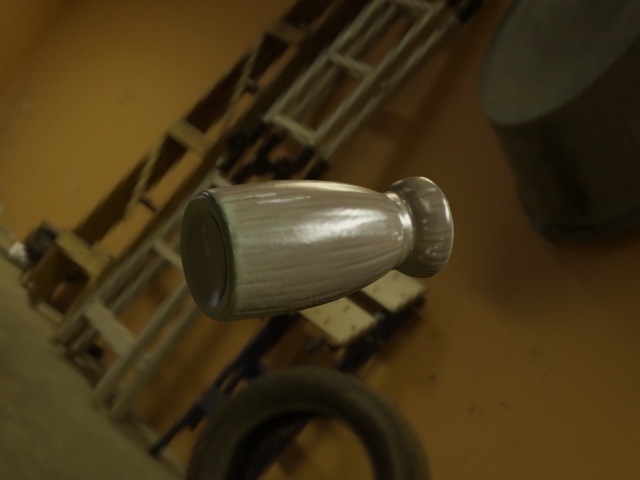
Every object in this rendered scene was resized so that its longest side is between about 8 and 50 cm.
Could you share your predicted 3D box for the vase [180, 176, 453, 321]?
[{"bbox_3d":[0.000,0.000,0.542,0.100,0.053,0.053,-9,23,-27],"label":"vase"}]
